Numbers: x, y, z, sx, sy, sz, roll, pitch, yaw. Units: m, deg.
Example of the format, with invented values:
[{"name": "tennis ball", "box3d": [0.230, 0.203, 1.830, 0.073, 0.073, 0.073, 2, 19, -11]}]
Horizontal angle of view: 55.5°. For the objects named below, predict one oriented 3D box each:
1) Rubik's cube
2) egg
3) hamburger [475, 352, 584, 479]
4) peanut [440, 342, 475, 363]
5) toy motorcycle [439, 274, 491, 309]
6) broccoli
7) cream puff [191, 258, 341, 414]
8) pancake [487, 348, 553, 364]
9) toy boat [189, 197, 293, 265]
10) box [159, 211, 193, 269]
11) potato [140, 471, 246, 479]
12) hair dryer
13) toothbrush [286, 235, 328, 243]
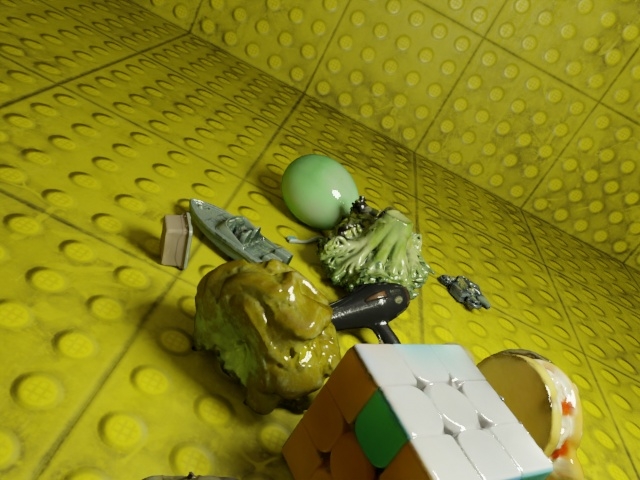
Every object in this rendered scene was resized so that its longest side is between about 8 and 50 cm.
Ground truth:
[{"name": "Rubik's cube", "box3d": [0.155, 0.379, 1.059, 0.291, 0.291, 0.291, 9, 34, -38]}, {"name": "egg", "box3d": [0.000, -0.152, 1.930, 0.270, 0.220, 0.220, 43, 29, 16]}, {"name": "hamburger", "box3d": [0.472, 0.412, 1.371, 0.186, 0.261, 0.302, 19, 32, -30]}, {"name": "peanut", "box3d": [0.249, 0.325, 1.388, 0.275, 0.111, 0.125, -30, 44, -32]}, {"name": "toy motorcycle", "box3d": [0.491, 0.170, 2.036, 0.124, 0.061, 0.193, -1, 31, -35]}, {"name": "broccoli", "box3d": [0.166, 0.039, 1.758, 0.334, 0.272, 0.324, 41, 8, 16]}, {"name": "cream puff", "box3d": [-0.083, 0.164, 1.234, 0.323, 0.274, 0.270, 44, 39, 20]}, {"name": "pancake", "box3d": [0.518, 0.374, 1.523, 0.250, 0.250, 0.031, 40, 53, 20]}, {"name": "toy boat", "box3d": [-0.226, -0.018, 1.609, 0.320, 0.092, 0.141, 35, 25, 12]}, {"name": "box", "box3d": [-0.343, 0.000, 1.435, 0.062, 0.122, 0.089, 4, 35, -23]}, {"name": "potato", "box3d": [-0.174, 0.407, 0.842, 0.263, 0.165, 0.165, 18, 28, -15]}, {"name": "hair dryer", "box3d": [0.144, 0.269, 1.472, 0.304, 0.120, 0.359, -14, 62, -31]}, {"name": "toothbrush", "box3d": [0.000, 0.000, 1.887, 0.263, 0.022, 0.026, 2, 49, -43]}]
